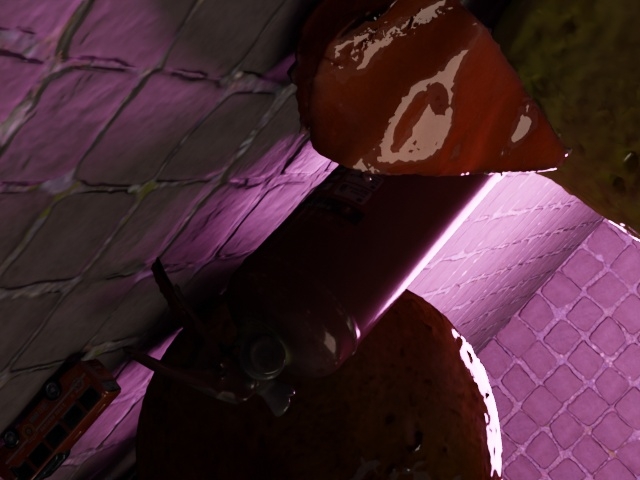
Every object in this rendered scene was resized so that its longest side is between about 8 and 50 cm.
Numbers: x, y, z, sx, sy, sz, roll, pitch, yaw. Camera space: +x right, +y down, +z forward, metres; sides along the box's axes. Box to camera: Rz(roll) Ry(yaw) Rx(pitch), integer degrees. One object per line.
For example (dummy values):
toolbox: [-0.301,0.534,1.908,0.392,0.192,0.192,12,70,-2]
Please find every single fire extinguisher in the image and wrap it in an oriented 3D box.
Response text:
fire extinguisher: [0.000,0.000,0.839,0.337,0.147,0.106,-46,180,-30]

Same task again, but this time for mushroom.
mushroom: [-0.012,0.204,1.008,0.334,0.331,0.356,-58,-175,-21]

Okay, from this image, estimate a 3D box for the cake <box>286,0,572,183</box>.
cake: [0.081,-0.095,0.756,0.287,0.098,0.135,18,108,-54]

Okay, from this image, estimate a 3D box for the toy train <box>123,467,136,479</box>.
toy train: [-0.162,0.268,1.182,0.409,0.086,0.089,-44,164,0]

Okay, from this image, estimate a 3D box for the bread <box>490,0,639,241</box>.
bread: [0.321,-0.142,0.936,0.348,0.308,0.348,-36,162,-14]

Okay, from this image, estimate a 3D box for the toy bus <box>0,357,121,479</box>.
toy bus: [-0.192,0.134,0.820,0.110,0.043,0.031,-49,165,13]
